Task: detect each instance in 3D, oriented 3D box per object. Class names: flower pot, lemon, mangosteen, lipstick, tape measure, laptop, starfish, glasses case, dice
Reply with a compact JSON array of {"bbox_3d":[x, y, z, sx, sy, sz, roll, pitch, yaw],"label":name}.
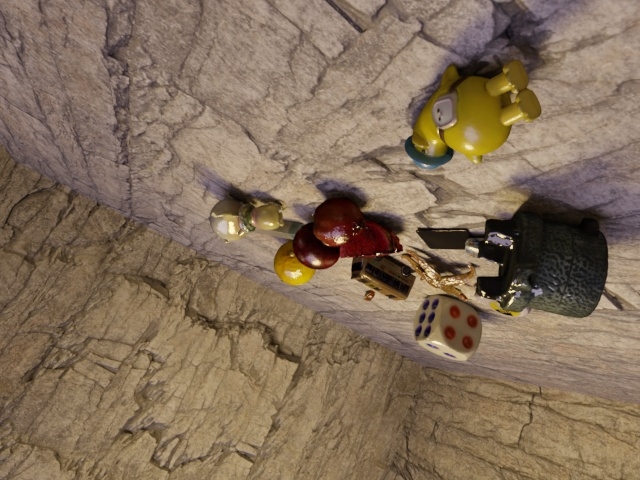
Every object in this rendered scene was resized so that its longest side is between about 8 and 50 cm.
[{"bbox_3d":[0.568,0.063,1.073,0.283,0.298,0.299,11,158,17],"label":"flower pot"},{"bbox_3d":[-0.130,0.118,2.091,0.236,0.235,0.263,16,-178,21],"label":"lemon"},{"bbox_3d":[0.000,0.000,1.712,0.215,0.215,0.257,25,130,-5],"label":"mangosteen"},{"bbox_3d":[-0.208,-0.059,1.951,0.318,0.068,0.066,10,157,33],"label":"lipstick"},{"bbox_3d":[0.736,0.224,1.593,0.178,0.105,0.196,41,154,-24],"label":"tape measure"},{"bbox_3d":[0.451,-0.005,1.433,0.197,0.016,0.135,1,151,43],"label":"laptop"},{"bbox_3d":[0.496,0.150,1.673,0.375,0.094,0.327,41,156,-30],"label":"starfish"},{"bbox_3d":[0.596,0.038,1.302,0.248,0.065,0.087,10,154,30],"label":"glasses case"},{"bbox_3d":[0.632,0.434,2.019,0.252,0.259,0.243,28,158,-9],"label":"dice"}]

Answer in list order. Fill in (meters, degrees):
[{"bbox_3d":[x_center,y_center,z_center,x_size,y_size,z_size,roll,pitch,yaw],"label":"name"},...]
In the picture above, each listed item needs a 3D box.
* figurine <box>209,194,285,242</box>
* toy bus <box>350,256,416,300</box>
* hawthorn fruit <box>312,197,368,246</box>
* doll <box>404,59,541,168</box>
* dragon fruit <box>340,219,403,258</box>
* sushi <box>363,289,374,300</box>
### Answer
[{"bbox_3d":[-0.334,-0.099,1.789,0.395,0.226,0.275,1,179,29],"label":"figurine"},{"bbox_3d":[0.277,0.157,1.837,0.290,0.157,0.139,30,159,-19],"label":"toy bus"},{"bbox_3d":[0.085,-0.061,1.452,0.235,0.181,0.181,12,158,40],"label":"hawthorn fruit"},{"bbox_3d":[0.283,-0.250,0.835,0.199,0.145,0.363,68,161,-5],"label":"doll"},{"bbox_3d":[0.203,0.000,1.548,0.262,0.163,0.189,-4,118,47],"label":"dragon fruit"},{"bbox_3d":[0.293,0.339,2.453,0.055,0.052,0.120,23,161,2],"label":"sushi"}]
